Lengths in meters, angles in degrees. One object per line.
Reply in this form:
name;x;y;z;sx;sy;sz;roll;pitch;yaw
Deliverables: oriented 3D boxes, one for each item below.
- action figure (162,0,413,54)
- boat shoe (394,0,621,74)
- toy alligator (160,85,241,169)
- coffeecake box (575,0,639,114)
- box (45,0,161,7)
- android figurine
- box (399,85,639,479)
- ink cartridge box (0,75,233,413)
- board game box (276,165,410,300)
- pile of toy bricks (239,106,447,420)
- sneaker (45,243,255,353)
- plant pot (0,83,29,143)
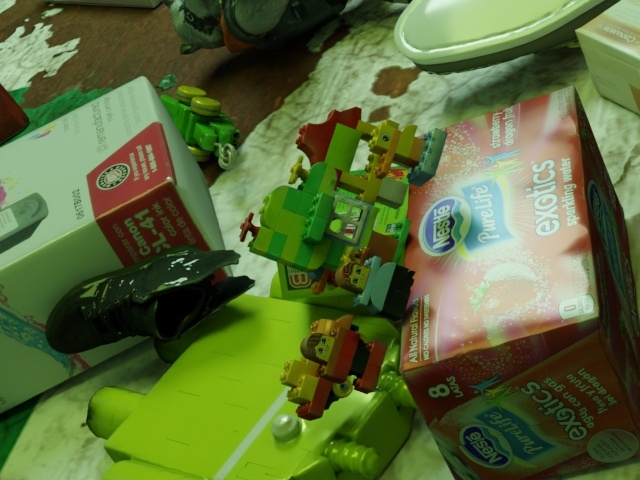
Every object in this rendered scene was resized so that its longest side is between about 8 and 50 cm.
action figure;-0.014;-0.261;1.457;0.330;0.178;0.341;-18;9;24
boat shoe;0.214;-0.212;1.291;0.305;0.091;0.109;-24;56;7
toy alligator;-0.100;-0.102;1.407;0.051;0.056;0.190;4;19;-29
coffeecake box;0.320;-0.169;1.174;0.185;0.068;0.142;-34;33;-9
box;-0.189;-0.408;1.891;0.232;0.058;0.322;12;48;45
android figurine;-0.043;0.114;1.062;0.273;0.056;0.248;8;47;45
box;0.134;0.027;0.987;0.128;0.122;0.257;-17;34;18
ink cartridge box;-0.244;0.014;1.274;0.306;0.131;0.226;-26;32;1
board game box;0.026;-0.009;1.122;0.092;0.043;0.181;-5;18;9
pile of toy bricks;0.000;0.000;0.959;0.118;0.105;0.212;142;147;-71
sneaker;-0.133;0.049;1.133;0.170;0.051;0.089;-27;23;1
plant pot;-0.529;-0.187;1.663;0.267;0.235;0.267;-36;33;-11
